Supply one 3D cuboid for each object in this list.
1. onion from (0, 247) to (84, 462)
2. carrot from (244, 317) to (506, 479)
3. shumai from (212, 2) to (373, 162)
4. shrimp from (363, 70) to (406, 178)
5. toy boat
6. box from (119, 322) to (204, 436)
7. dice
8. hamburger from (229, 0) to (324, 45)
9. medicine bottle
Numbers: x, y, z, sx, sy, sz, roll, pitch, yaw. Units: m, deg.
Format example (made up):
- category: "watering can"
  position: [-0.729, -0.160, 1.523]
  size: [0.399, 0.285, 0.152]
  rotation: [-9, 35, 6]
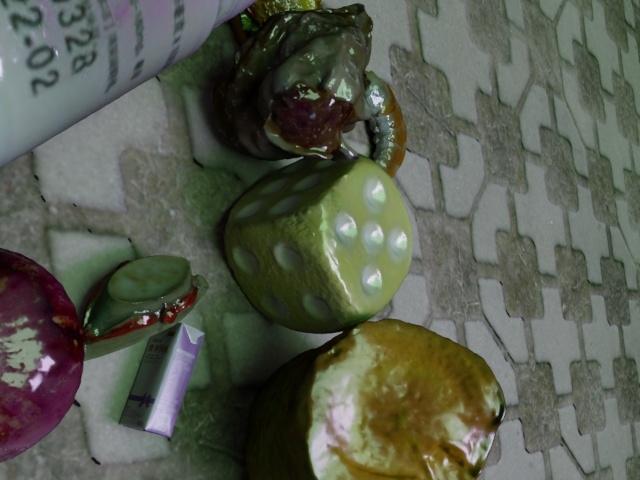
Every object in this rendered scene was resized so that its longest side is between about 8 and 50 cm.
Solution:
- category: "onion"
  position: [-0.279, 0.090, 0.541]
  size: [0.177, 0.153, 0.177]
  rotation: [-5, 99, -33]
- category: "carrot"
  position: [0.038, 0.238, 0.827]
  size: [0.241, 0.340, 0.241]
  rotation: [10, 62, -20]
- category: "shumai"
  position: [0.004, -0.161, 0.805]
  size: [0.218, 0.185, 0.184]
  rotation: [-22, 146, -31]
- category: "shrimp"
  position: [0.068, -0.156, 1.027]
  size: [0.166, 0.049, 0.161]
  rotation: [-51, 124, -29]
- category: "toy boat"
  position: [-0.182, 0.062, 0.707]
  size: [0.185, 0.089, 0.071]
  rotation: [-28, 151, -46]
- category: "box"
  position: [-0.167, 0.146, 0.728]
  size: [0.036, 0.051, 0.117]
  rotation: [37, 62, -42]
- category: "dice"
  position: [0.000, 0.000, 0.839]
  size: [0.169, 0.166, 0.169]
  rotation: [-50, 122, -39]
- category: "hamburger"
  position: [-0.054, -0.317, 0.866]
  size: [0.137, 0.087, 0.166]
  rotation: [-33, 111, -45]
- category: "medicine bottle"
  position: [-0.209, -0.231, 0.587]
  size: [0.388, 0.219, 0.219]
  rotation: [-45, 119, -40]
